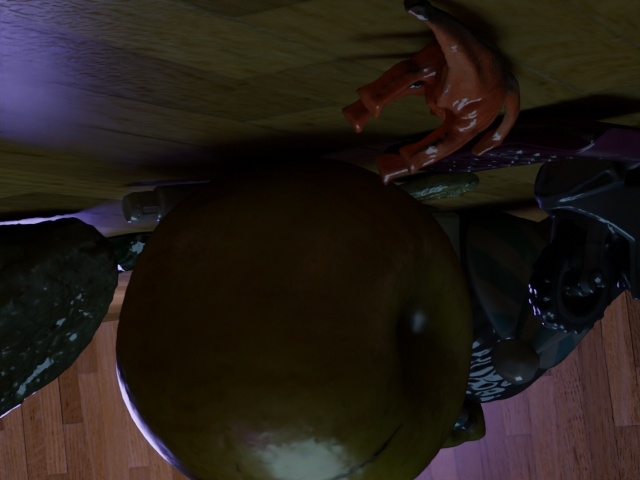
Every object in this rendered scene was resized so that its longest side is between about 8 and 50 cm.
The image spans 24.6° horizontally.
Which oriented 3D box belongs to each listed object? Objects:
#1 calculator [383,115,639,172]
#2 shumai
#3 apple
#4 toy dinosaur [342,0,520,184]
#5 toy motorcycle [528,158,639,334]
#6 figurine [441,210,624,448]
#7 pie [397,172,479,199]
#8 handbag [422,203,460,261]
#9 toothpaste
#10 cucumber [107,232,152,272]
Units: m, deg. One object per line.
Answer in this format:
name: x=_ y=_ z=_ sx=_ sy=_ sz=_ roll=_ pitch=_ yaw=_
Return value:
calculator: x=0.150 y=-0.070 z=1.074 sx=0.190 sy=0.034 sz=0.127 roll=-3 pitch=179 yaw=37
shumai: x=-0.330 y=0.042 z=1.360 sx=0.272 sy=0.203 sz=0.222 roll=-45 pitch=166 yaw=15
apple: x=-0.020 y=0.075 z=1.105 sx=0.233 sy=0.286 sz=0.286 roll=1 pitch=180 yaw=30
toy dinosaur: x=0.067 y=-0.071 z=0.773 sx=0.101 sy=0.055 sz=0.279 roll=-29 pitch=173 yaw=0
toy motorcycle: x=0.268 y=-0.028 z=1.226 sx=0.270 sy=0.159 sz=0.106 roll=-22 pitch=-165 yaw=-32
figurine: x=0.183 y=0.054 z=1.706 sx=0.377 sy=0.266 sz=0.361 roll=-47 pitch=172 yaw=22
pie: x=0.103 y=-0.049 z=1.338 sx=0.084 sy=0.021 sz=0.084 roll=-10 pitch=174 yaw=-1
handbag: x=0.000 y=0.000 z=1.522 sx=0.256 sy=0.079 sz=0.219 roll=-3 pitch=-175 yaw=-33
toothpaste: x=-0.070 y=-0.037 z=1.205 sx=0.190 sy=0.031 sz=0.048 roll=-8 pitch=174 yaw=-27
cucumber: x=-0.210 y=0.014 z=1.596 sx=0.067 sy=0.035 sz=0.107 roll=-2 pitch=172 yaw=-29
